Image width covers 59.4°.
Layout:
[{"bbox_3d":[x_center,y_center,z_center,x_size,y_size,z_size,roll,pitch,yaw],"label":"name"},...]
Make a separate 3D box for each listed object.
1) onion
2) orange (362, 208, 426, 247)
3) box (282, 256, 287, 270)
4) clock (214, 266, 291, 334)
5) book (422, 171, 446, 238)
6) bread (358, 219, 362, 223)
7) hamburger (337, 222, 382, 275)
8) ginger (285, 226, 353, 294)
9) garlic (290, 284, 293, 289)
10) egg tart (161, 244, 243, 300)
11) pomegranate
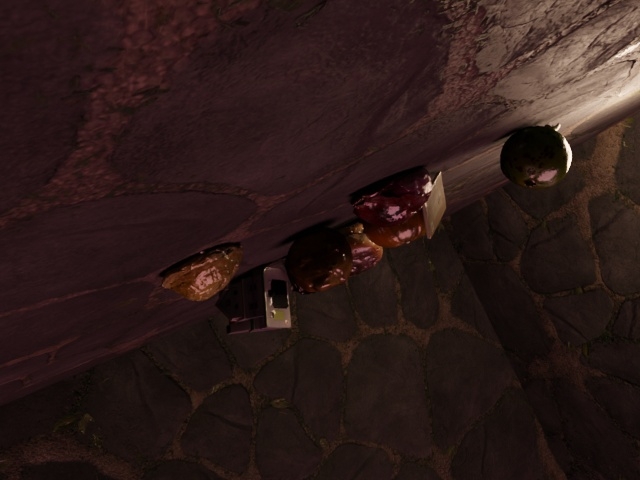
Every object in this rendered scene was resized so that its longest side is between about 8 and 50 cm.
[{"bbox_3d":[0.194,-0.101,1.584,0.284,0.120,0.227,-18,166,-43],"label":"onion"},{"bbox_3d":[0.258,-0.070,1.838,0.240,0.171,0.240,-26,173,-3],"label":"orange"},{"bbox_3d":[-0.044,0.109,2.289,0.178,0.148,0.195,-26,173,1],"label":"box"},{"bbox_3d":[-0.280,0.251,2.247,0.310,0.234,0.166,-15,164,35],"label":"clock"},{"bbox_3d":[0.357,-0.113,1.765,0.016,0.138,0.198,1,-147,28],"label":"book"},{"bbox_3d":[0.210,-0.084,2.133,0.126,0.044,0.129,-24,177,10],"label":"bread"},{"bbox_3d":[0.109,0.043,2.104,0.243,0.146,0.286,-6,155,-19],"label":"hamburger"},{"bbox_3d":[0.015,0.059,1.841,0.270,0.200,0.223,-14,173,-42],"label":"ginger"},{"bbox_3d":[-0.010,0.114,2.464,0.318,0.143,0.112,-42,151,-19],"label":"garlic"},{"bbox_3d":[-0.293,0.089,1.454,0.232,0.098,0.252,-26,171,-20],"label":"egg tart"},{"bbox_3d":[0.668,-0.274,1.739,0.211,0.211,0.263,-35,-151,60],"label":"pomegranate"}]
